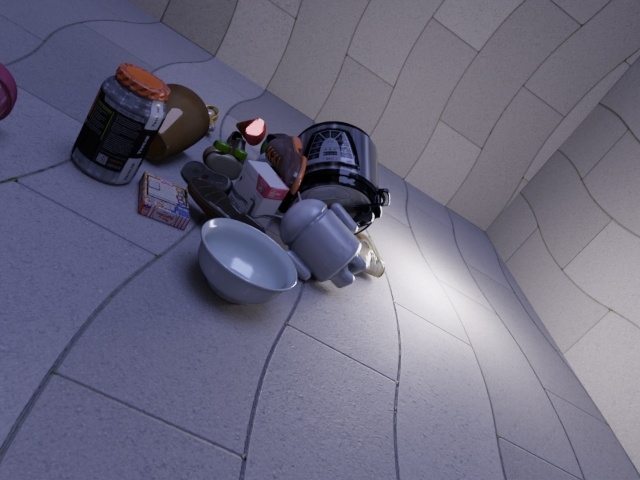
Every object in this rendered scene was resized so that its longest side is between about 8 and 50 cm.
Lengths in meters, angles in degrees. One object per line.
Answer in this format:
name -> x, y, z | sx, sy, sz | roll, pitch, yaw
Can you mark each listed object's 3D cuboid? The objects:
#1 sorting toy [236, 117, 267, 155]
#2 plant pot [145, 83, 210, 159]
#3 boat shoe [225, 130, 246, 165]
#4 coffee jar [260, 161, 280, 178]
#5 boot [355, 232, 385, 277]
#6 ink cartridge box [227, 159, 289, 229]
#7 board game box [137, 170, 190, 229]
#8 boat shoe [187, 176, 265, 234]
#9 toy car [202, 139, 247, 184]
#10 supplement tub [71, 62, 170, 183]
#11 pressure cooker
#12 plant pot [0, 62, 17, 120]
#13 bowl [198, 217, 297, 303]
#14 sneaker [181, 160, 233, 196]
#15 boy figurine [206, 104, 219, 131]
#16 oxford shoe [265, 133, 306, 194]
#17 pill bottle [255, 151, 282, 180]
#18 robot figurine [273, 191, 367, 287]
sorting toy -> -0.273, -0.442, 2.408 | 0.126, 0.127, 0.365 | 27, -9, 32
plant pot -> -0.549, -0.394, 1.869 | 0.237, 0.237, 0.254 | 32, 37, -10
boat shoe -> -0.364, -0.399, 2.271 | 0.095, 0.095, 0.257 | 23, 26, -30
coffee jar -> -0.225, -0.200, 1.958 | 0.096, 0.184, 0.079 | 13, 31, -44
boot -> 0.125, 0.037, 2.128 | 0.203, 0.095, 0.262 | 13, 34, -41
ink cartridge box -> -0.226, -0.138, 1.790 | 0.092, 0.218, 0.158 | 0, 41, -47
board game box -> -0.480, -0.125, 1.622 | 0.146, 0.045, 0.193 | 23, 25, -29
boat shoe -> -0.320, -0.073, 1.683 | 0.307, 0.104, 0.110 | 42, 32, 11
toy car -> -0.387, -0.306, 2.007 | 0.149, 0.155, 0.188 | 19, 15, -36
supplement tub -> -0.578, -0.340, 1.547 | 0.193, 0.316, 0.193 | 31, 23, -15
pressure cooker -> 0.054, -0.205, 2.063 | 0.375, 0.370, 0.420 | 26, 49, -28
plant pot -> -0.881, -0.343, 1.307 | 0.201, 0.201, 0.180 | 21, 42, -33
bowl -> -0.223, 0.080, 1.470 | 0.298, 0.134, 0.298 | 30, 24, -15
sneaker -> -0.393, -0.200, 1.883 | 0.222, 0.083, 0.118 | 29, -16, 26
boy figurine -> -0.526, -0.533, 2.314 | 0.177, 0.092, 0.285 | 36, 25, 7
oxford shoe -> -0.135, -0.277, 1.880 | 0.132, 0.130, 0.364 | 16, 28, -19
pill bottle -> -0.191, -0.309, 2.258 | 0.161, 0.161, 0.283 | 36, 22, 0
robot figurine -> 0.000, 0.000, 1.820 | 0.353, 0.200, 0.300 | 47, 62, -3
